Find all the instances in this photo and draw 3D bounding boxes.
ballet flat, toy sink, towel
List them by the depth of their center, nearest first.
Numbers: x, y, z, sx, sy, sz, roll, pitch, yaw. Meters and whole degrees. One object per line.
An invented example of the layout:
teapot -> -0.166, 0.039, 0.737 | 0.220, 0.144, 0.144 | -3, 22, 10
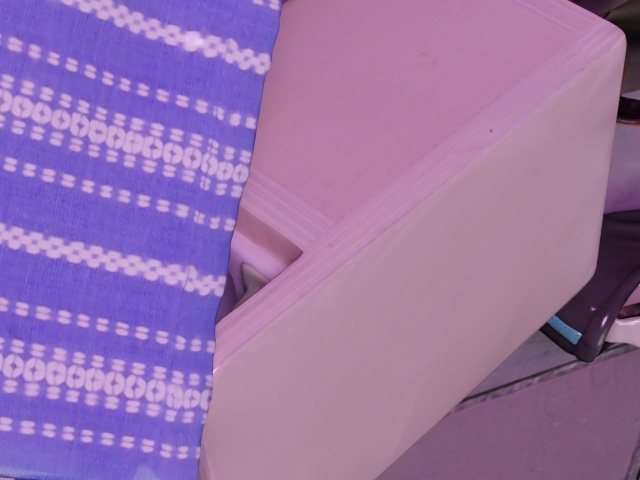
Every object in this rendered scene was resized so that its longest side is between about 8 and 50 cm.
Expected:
towel -> -0.095, -0.105, 0.373 | 0.243, 0.040, 0.336 | 17, 82, -41
toy sink -> 0.000, 0.000, 0.578 | 0.234, 0.131, 0.153 | -39, 146, -26
ballet flat -> 0.246, 0.019, 0.826 | 0.280, 0.096, 0.095 | -15, 138, -20

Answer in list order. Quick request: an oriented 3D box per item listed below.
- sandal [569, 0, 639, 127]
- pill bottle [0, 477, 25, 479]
sandal -> 0.145, -0.082, 0.606 | 0.090, 0.060, 0.219 | 3, 177, -9
pill bottle -> -0.149, 0.018, 0.530 | 0.152, 0.152, 0.272 | -21, 140, -12
